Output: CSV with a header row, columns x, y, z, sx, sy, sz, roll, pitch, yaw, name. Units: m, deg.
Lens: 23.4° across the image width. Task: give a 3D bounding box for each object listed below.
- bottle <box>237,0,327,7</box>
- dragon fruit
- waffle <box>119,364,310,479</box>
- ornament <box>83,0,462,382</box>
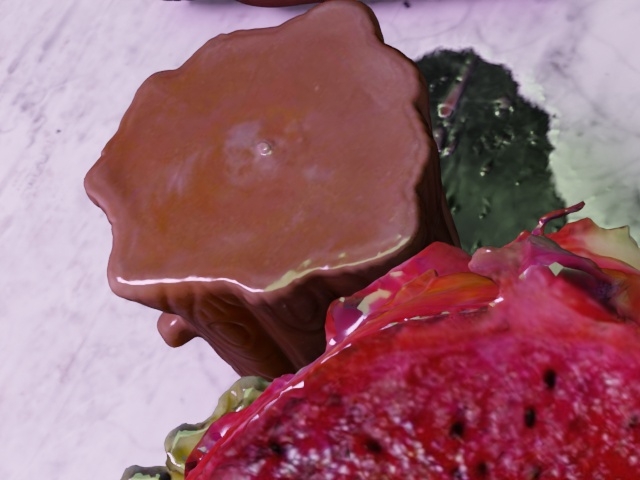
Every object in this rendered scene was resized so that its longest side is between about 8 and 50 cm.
x,y,z,sx,sy,sz,roll,pitch,yaw,name
0.012,-0.248,1.180,0.336,0.144,0.144,-6,59,18,bottle
0.109,0.156,0.760,0.370,0.386,0.249,6,22,9,dragon fruit
0.002,0.182,0.932,0.204,0.054,0.223,-26,92,9,waffle
0.000,0.000,0.988,0.221,0.217,0.235,26,71,29,ornament
